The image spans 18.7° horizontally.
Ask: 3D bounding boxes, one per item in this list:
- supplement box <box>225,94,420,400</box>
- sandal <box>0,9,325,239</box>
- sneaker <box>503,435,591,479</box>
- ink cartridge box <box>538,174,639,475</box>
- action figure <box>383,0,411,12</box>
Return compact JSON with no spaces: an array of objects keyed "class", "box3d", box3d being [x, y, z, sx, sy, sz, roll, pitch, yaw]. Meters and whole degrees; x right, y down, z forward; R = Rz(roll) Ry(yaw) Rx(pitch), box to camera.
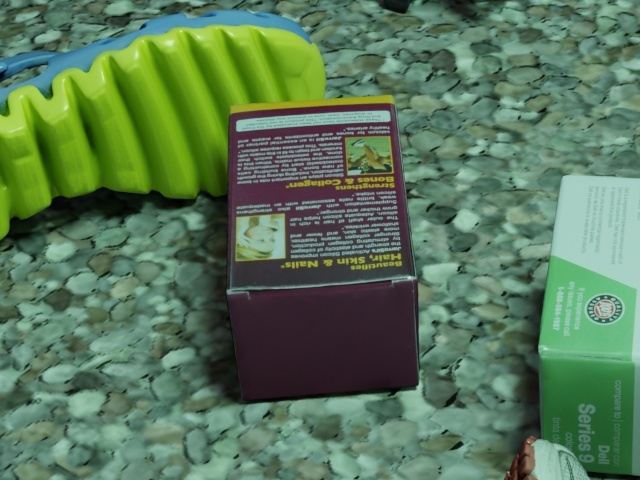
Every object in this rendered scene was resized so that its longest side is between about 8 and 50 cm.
[{"class":"supplement box","box3d":[0.000,0.000,1.129,0.104,0.080,0.188,-4,36,1]},{"class":"sandal","box3d":[-0.154,-0.086,1.237,0.317,0.126,0.138,-13,33,-12]},{"class":"sneaker","box3d":[0.132,0.178,0.891,0.093,0.088,0.225,7,33,-18]},{"class":"ink cartridge box","box3d":[0.227,0.047,1.029,0.212,0.093,0.154,1,38,11]},{"class":"action figure","box3d":[0.153,-0.269,1.466,0.185,0.099,0.285,11,35,32]}]
